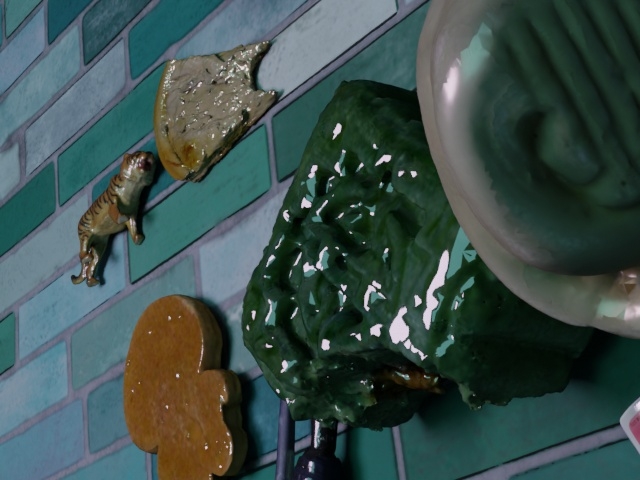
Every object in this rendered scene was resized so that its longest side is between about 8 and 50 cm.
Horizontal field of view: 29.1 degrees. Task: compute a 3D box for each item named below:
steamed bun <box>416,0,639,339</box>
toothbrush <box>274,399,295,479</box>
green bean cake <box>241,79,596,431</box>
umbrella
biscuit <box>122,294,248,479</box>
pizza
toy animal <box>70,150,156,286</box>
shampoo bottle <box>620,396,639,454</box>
[{"bbox_3d":[0.228,-0.130,0.838,0.368,0.342,0.255,-43,27,-3],"label":"steamed bun"},{"bbox_3d":[-0.033,0.161,1.301,0.026,0.024,0.288,-24,54,44],"label":"toothbrush"},{"bbox_3d":[0.079,0.042,1.080,0.308,0.169,0.300,43,118,50],"label":"green bean cake"},{"bbox_3d":[-0.007,0.261,1.227,0.071,0.071,0.248,-7,78,51],"label":"umbrella"},{"bbox_3d":[-0.160,0.188,1.465,0.288,0.044,0.202,47,118,45],"label":"biscuit"},{"bbox_3d":[-0.138,-0.167,1.545,0.262,0.034,0.181,-13,69,49],"label":"pizza"},{"bbox_3d":[-0.284,-0.026,1.682,0.241,0.057,0.099,-46,41,37],"label":"toy animal"},{"bbox_3d":[0.273,0.157,0.919,0.072,0.043,0.099,-49,45,32],"label":"shampoo bottle"}]
